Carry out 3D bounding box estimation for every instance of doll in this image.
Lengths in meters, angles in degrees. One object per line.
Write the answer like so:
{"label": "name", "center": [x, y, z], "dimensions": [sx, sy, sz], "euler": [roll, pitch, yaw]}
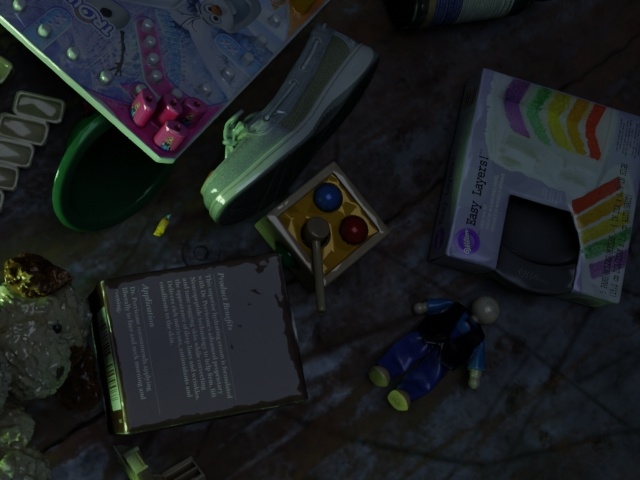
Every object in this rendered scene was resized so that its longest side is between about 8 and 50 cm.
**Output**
{"label": "doll", "center": [0.152, 0.133, 1.525], "dimensions": [0.189, 0.046, 0.129], "euler": [-38, 83, -24]}

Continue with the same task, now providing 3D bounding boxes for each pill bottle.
{"label": "pill bottle", "center": [0.197, -0.341, 1.577], "dimensions": [0.219, 0.123, 0.123], "euler": [-11, 84, -17]}

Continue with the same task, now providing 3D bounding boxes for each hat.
{"label": "hat", "center": [-0.278, -0.136, 1.448], "dimensions": [0.183, 0.173, 0.208], "euler": [38, 48, 27]}

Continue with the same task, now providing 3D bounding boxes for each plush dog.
{"label": "plush dog", "center": [-0.342, 0.130, 1.325], "dimensions": [0.210, 0.262, 0.225], "euler": [33, 57, 31]}

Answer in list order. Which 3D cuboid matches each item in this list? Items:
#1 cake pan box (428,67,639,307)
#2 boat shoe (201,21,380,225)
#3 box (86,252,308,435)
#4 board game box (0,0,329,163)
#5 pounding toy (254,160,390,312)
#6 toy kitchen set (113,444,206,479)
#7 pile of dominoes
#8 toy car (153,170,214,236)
{"label": "cake pan box", "center": [0.281, -0.060, 1.584], "dimensions": [0.245, 0.070, 0.267], "euler": [16, 77, -10]}
{"label": "boat shoe", "center": [-0.048, -0.142, 1.471], "dimensions": [0.103, 0.118, 0.320], "euler": [35, 60, 7]}
{"label": "box", "center": [-0.143, 0.119, 1.382], "dimensions": [0.203, 0.167, 0.168], "euler": [-8, 83, -17]}
{"label": "board game box", "center": [-0.208, -0.332, 1.423], "dimensions": [0.390, 0.050, 0.390], "euler": [42, 50, -5]}
{"label": "pounding toy", "center": [0.000, 0.000, 1.477], "dimensions": [0.141, 0.100, 0.130], "euler": [-39, 92, -18]}
{"label": "toy kitchen set", "center": [-0.185, 0.249, 1.405], "dimensions": [0.075, 0.083, 0.068], "euler": [-29, 48, -18]}
{"label": "pile of dominoes", "center": [-0.435, -0.106, 1.420], "dimensions": [0.196, 0.040, 0.251], "euler": [33, 82, -9]}
{"label": "toy car", "center": [-0.137, -0.035, 1.476], "dimensions": [0.060, 0.040, 0.122], "euler": [46, 72, -4]}
